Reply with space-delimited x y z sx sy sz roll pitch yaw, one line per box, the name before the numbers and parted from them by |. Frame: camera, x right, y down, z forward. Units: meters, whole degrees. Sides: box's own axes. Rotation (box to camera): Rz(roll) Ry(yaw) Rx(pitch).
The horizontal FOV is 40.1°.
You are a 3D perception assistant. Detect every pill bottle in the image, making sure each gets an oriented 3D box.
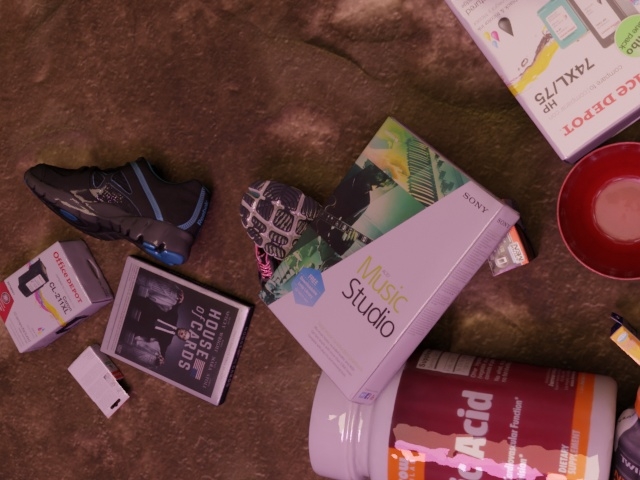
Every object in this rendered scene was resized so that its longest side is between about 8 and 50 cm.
pill bottle | 0.197 0.269 1.218 0.392 0.224 0.224 6 95 18
pill bottle | 0.445 0.297 1.139 0.130 0.130 0.246 6 119 19

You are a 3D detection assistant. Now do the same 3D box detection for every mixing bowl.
mixing bowl | 0.418 -0.040 1.193 0.181 0.098 0.181 1 93 20

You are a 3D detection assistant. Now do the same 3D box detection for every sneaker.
sneaker | -0.086 0.034 1.391 0.047 0.057 0.119 -5 92 17
sneaker | -0.336 -0.072 1.459 0.341 0.125 0.140 21 72 19
sneaker | 0.000 0.000 1.331 0.275 0.110 0.107 29 93 11

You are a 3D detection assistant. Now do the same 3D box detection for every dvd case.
dvd case | -0.242 0.148 1.465 0.238 0.029 0.179 21 100 17

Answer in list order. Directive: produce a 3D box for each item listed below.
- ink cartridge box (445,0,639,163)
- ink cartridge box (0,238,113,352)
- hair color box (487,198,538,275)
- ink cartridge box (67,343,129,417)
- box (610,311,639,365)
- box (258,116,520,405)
ink cartridge box | 0.330 -0.265 1.160 0.198 0.197 0.270 -37 81 17
ink cartridge box | -0.465 0.094 1.515 0.175 0.072 0.127 -34 81 18
hair color box | 0.256 -0.007 1.214 0.053 0.167 0.093 -23 86 19
ink cartridge box | -0.377 0.242 1.515 0.063 0.029 0.115 -45 80 15
box | 0.445 0.155 1.203 0.136 0.081 0.028 43 105 13
box | 0.080 0.023 1.175 0.322 0.058 0.232 -53 52 10
